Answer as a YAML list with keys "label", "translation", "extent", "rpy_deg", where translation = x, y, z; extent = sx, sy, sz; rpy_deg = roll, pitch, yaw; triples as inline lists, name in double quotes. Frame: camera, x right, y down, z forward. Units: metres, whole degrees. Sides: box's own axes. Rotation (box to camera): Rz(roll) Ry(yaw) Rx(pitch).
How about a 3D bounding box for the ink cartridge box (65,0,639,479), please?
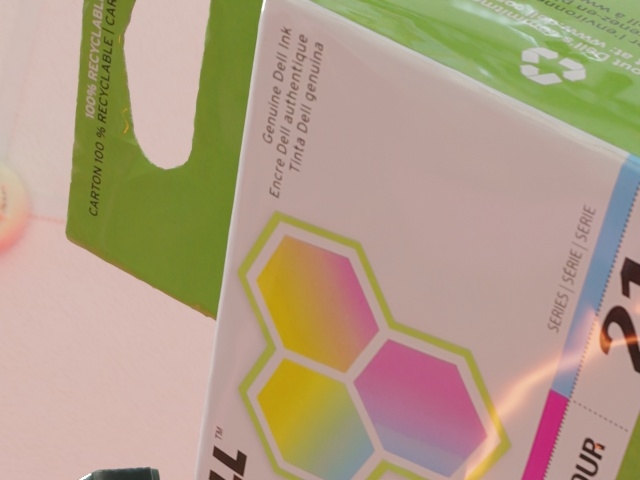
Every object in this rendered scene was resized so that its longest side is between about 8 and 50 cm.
- label: "ink cartridge box"
  translation: [0.000, 0.000, 0.434]
  extent: [0.255, 0.188, 0.097]
  rpy_deg: [28, -142, 24]

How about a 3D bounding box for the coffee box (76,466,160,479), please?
- label: "coffee box"
  translation: [-0.133, 0.192, 0.776]
  extent: [0.040, 0.184, 0.113]
  rpy_deg: [3, -114, -38]
